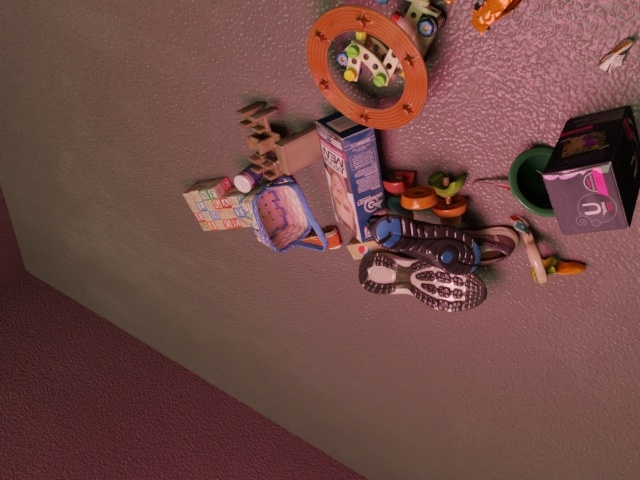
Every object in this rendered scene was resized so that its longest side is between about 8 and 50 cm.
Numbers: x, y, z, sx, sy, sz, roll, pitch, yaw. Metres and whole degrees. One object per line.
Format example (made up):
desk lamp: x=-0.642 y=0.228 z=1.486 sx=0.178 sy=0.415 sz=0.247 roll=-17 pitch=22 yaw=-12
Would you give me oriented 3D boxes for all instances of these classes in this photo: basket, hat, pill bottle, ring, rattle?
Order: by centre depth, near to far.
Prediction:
ring: x=0.104 y=-0.408 z=1.450 sx=0.337 sy=0.032 sz=0.336 roll=26 pitch=148 yaw=18
hat: x=0.543 y=-0.139 z=1.542 sx=0.208 sy=0.173 sz=0.183 roll=52 pitch=174 yaw=8
rattle: x=0.614 y=0.009 z=1.610 sx=0.143 sy=0.130 sz=0.199 roll=-16 pitch=88 yaw=31
basket: x=-0.115 y=-0.078 z=1.954 sx=0.289 sy=0.201 sz=0.254 roll=1 pitch=125 yaw=47
pill bottle: x=-0.229 y=-0.217 z=1.976 sx=0.067 sy=0.120 sz=0.067 roll=20 pitch=135 yaw=21

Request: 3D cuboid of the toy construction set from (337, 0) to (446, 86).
toy construction set: x=0.167 y=-0.509 z=1.431 sx=0.215 sy=0.151 sz=0.327 roll=33 pitch=149 yaw=8

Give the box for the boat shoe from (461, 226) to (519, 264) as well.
boat shoe: x=0.433 y=0.029 z=1.734 sx=0.285 sy=0.092 sz=0.102 roll=-10 pitch=122 yaw=42

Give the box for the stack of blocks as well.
stack of blocks: x=-0.340 y=-0.136 z=2.152 sx=0.297 sy=0.087 sz=0.171 roll=-3 pitch=123 yaw=38

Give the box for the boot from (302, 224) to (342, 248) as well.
boot: x=0.000 y=0.000 z=2.052 sx=0.158 sy=0.059 sz=0.084 roll=-4 pitch=128 yaw=37

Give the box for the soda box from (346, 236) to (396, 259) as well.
soda box: x=0.178 y=0.013 z=1.932 sx=0.181 sy=0.058 sz=0.061 roll=-10 pitch=119 yaw=41

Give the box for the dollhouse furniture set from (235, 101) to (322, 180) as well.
dollhouse furniture set: x=-0.115 y=-0.310 z=1.837 sx=0.242 sy=0.161 sz=0.212 roll=31 pitch=143 yaw=44

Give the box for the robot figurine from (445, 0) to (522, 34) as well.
robot figurine: x=0.384 y=-0.590 z=1.238 sx=0.211 sy=0.085 sz=0.291 roll=41 pitch=139 yaw=-2

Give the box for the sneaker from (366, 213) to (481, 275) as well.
sneaker: x=0.287 y=-0.004 z=1.639 sx=0.341 sy=0.124 sz=0.140 roll=21 pitch=-174 yaw=-17

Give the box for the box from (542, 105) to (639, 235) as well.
box: x=0.611 y=-0.156 z=1.312 sx=0.144 sy=0.270 sz=0.165 roll=-8 pitch=121 yaw=40

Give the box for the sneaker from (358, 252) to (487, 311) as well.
sneaker: x=0.329 y=0.108 z=1.834 sx=0.411 sy=0.182 sz=0.157 roll=13 pitch=102 yaw=35

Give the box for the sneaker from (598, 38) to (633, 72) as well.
sneaker: x=0.639 y=-0.395 z=1.270 sx=0.037 sy=0.031 sz=0.083 roll=31 pitch=145 yaw=-11

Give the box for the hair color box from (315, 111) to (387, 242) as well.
hair color box: x=0.095 y=-0.184 z=1.731 sx=0.174 sy=0.105 sz=0.347 roll=46 pitch=155 yaw=52

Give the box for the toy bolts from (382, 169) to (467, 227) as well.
toy bolts: x=0.275 y=-0.091 z=1.669 sx=0.229 sy=0.218 sz=0.158 roll=13 pitch=124 yaw=40
